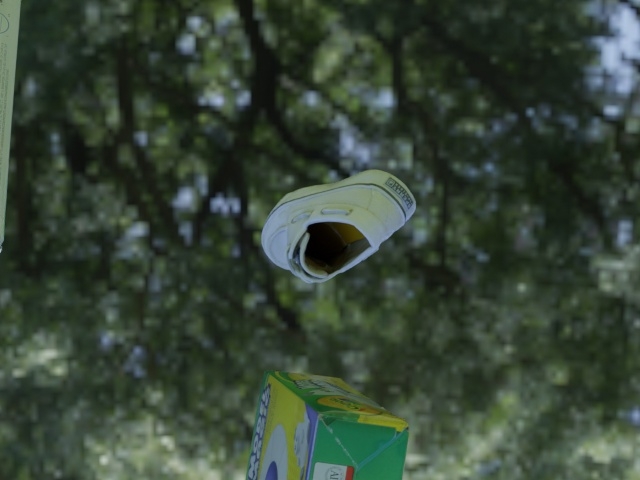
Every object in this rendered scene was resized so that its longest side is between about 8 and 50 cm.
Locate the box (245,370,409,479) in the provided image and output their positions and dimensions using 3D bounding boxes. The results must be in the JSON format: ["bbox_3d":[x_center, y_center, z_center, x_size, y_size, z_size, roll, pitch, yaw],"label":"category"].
[{"bbox_3d":[-0.005,0.114,0.795,0.043,0.105,0.179,9,180,-8],"label":"box"}]

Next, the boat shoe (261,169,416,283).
[{"bbox_3d":[0.000,0.000,0.752,0.035,0.035,0.100,-51,-162,-30],"label":"boat shoe"}]

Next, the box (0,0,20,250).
[{"bbox_3d":[-0.336,-0.088,1.264,0.231,0.127,0.262,11,-131,-19],"label":"box"}]
